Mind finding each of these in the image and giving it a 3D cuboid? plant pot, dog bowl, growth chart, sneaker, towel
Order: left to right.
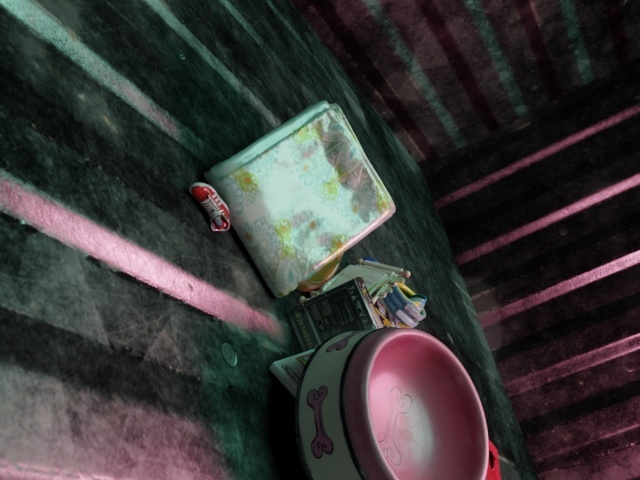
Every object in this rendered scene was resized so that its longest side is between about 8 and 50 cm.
[{"bbox_3d":[-0.218,-0.064,1.386,0.118,0.042,0.067,46,21,-48],"label":"sneaker"},{"bbox_3d":[-0.034,-0.104,1.552,0.320,0.374,0.090,59,-26,-9],"label":"towel"},{"bbox_3d":[-0.005,0.012,1.671,0.236,0.032,0.236,-18,113,-50],"label":"plant pot"},{"bbox_3d":[0.088,0.110,1.645,0.237,0.172,0.021,-32,127,-36],"label":"growth chart"},{"bbox_3d":[0.224,0.261,1.901,0.319,0.208,0.127,65,17,0],"label":"sneaker"},{"bbox_3d":[0.152,0.344,1.287,0.408,0.150,0.408,24,51,-33],"label":"dog bowl"}]

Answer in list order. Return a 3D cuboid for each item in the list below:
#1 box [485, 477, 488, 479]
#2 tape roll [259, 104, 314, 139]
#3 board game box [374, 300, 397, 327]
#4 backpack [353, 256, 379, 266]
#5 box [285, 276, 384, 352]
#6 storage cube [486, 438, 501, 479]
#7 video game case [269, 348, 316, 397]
[{"bbox_3d":[0.278,0.600,1.593,0.167,0.203,0.168,61,18,-8],"label":"box"},{"bbox_3d":[-0.025,-0.201,1.769,0.246,0.169,0.246,53,-6,8],"label":"tape roll"},{"bbox_3d":[0.093,0.201,1.724,0.170,0.141,0.048,48,26,-42],"label":"board game box"},{"bbox_3d":[0.146,0.112,2.077,0.120,0.098,0.101,56,-10,-23],"label":"backpack"},{"bbox_3d":[0.051,0.221,1.517,0.231,0.183,0.056,66,19,10],"label":"box"},{"bbox_3d":[0.329,0.571,1.777,0.193,0.215,0.183,51,21,-16],"label":"storage cube"},{"bbox_3d":[0.010,0.308,1.393,0.201,0.023,0.183,44,18,19],"label":"video game case"}]
